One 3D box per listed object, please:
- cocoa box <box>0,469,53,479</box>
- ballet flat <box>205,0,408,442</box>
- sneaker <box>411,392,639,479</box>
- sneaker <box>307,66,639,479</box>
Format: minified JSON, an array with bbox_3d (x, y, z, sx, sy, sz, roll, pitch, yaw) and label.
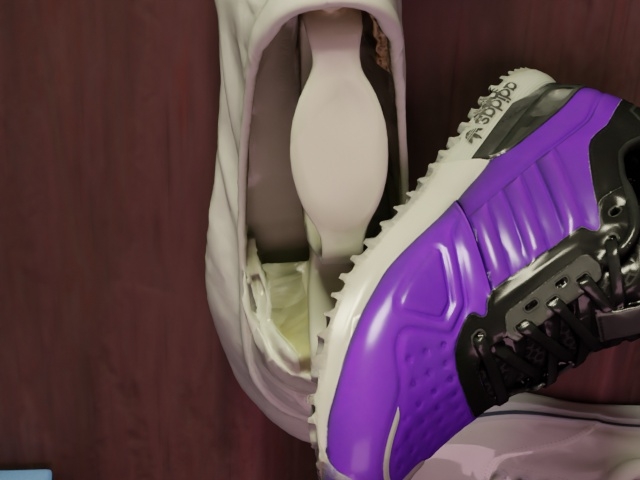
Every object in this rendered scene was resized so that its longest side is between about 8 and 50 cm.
[{"bbox_3d":[-0.344,0.304,0.913,0.347,0.231,0.228,0,124,-10],"label":"cocoa box"},{"bbox_3d":[0.000,0.000,0.821,0.139,0.139,0.400,-6,126,-5],"label":"ballet flat"},{"bbox_3d":[0.161,0.163,0.985,0.258,0.091,0.094,-1,125,-9],"label":"sneaker"},{"bbox_3d":[0.111,0.026,0.749,0.146,0.293,0.102,19,149,28],"label":"sneaker"}]
